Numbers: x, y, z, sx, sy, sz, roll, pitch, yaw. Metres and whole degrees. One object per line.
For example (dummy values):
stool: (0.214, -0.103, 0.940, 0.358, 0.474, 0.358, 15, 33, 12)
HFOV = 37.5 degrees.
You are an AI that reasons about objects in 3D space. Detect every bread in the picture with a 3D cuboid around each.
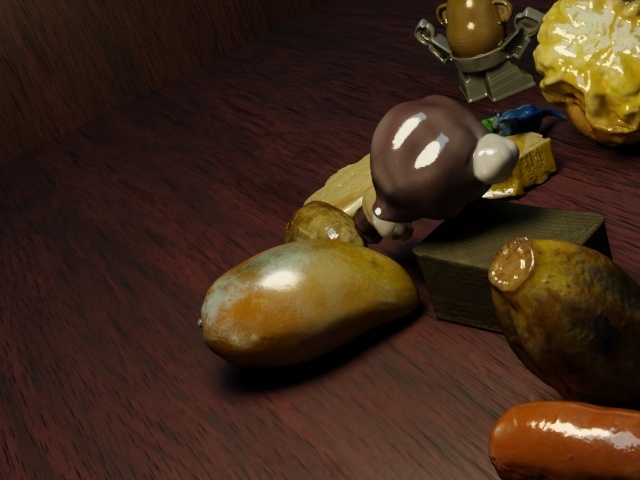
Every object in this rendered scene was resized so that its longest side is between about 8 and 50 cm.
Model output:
bread: (0.093, -0.117, 2.038, 0.316, 0.054, 0.316, -28, 17, 10)

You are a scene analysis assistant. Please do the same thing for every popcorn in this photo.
popcorn: (0.606, -0.349, 1.875, 0.349, 0.381, 0.349, -6, 74, 23)

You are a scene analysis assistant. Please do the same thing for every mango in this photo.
mango: (-0.022, 0.104, 1.616, 0.384, 0.199, 0.221, -9, 21, -2)

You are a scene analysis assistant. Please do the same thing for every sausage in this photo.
sausage: (0.325, 0.259, 1.134, 0.258, 0.133, 0.133, 0, 34, 36)

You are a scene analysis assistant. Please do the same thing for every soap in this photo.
soap: (0.347, -0.146, 1.919, 0.257, 0.080, 0.160, -10, 28, 23)

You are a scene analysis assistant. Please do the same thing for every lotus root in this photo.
lotus root: (0.333, 0.118, 1.236, 0.193, 0.291, 0.193, -34, 24, 17)
lotus root: (0.000, 0.000, 1.847, 0.145, 0.128, 0.260, -61, 30, 3)

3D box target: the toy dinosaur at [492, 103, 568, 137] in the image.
toy dinosaur: (0.446, -0.260, 1.984, 0.247, 0.075, 0.188, -14, -4, -19)

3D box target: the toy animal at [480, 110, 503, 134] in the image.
toy animal: (0.338, -0.225, 2.121, 0.075, 0.041, 0.217, 8, 43, 42)

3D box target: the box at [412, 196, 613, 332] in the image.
box: (0.315, 0.043, 1.526, 0.273, 0.143, 0.184, 11, 41, 46)

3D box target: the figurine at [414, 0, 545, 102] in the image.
figurine: (0.391, -0.490, 2.300, 0.342, 0.285, 0.167, -11, 30, 24)

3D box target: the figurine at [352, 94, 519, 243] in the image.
figurine: (0.164, -0.082, 1.599, 0.218, 0.365, 0.206, -15, 61, -19)
